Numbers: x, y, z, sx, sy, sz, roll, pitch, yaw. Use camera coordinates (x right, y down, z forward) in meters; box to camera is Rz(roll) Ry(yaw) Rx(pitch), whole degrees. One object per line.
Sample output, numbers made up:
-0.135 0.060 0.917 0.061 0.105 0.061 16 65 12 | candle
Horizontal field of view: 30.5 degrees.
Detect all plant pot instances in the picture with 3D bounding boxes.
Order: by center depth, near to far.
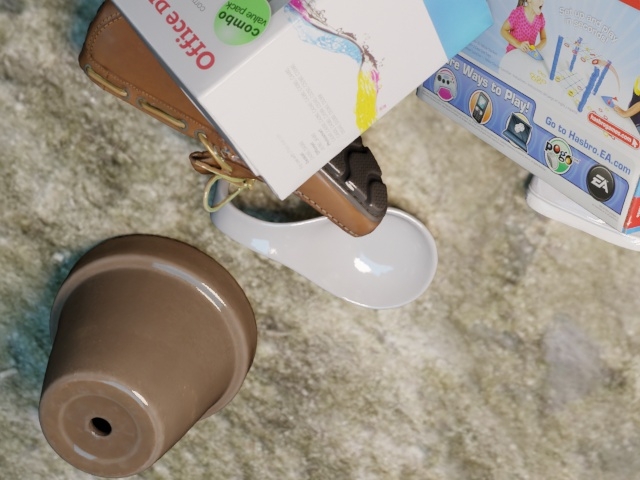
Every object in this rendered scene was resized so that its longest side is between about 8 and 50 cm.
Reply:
-0.229 0.156 1.406 0.263 0.229 0.263 6 119 10 | plant pot

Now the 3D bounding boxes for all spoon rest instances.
0.000 0.000 1.356 0.276 0.084 0.137 18 120 3 | spoon rest

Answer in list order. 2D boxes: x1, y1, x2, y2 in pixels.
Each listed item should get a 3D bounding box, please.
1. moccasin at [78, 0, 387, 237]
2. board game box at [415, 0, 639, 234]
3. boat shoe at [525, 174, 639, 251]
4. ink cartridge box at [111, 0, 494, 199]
-0.096 -0.121 1.278 0.380 0.139 0.147 32 120 -6 | moccasin
0.239 -0.213 1.081 0.086 0.308 0.302 -11 127 -33 | board game box
0.320 -0.041 1.283 0.184 0.066 0.063 23 121 10 | boat shoe
-0.020 -0.220 1.078 0.270 0.198 0.197 -40 149 -1 | ink cartridge box
